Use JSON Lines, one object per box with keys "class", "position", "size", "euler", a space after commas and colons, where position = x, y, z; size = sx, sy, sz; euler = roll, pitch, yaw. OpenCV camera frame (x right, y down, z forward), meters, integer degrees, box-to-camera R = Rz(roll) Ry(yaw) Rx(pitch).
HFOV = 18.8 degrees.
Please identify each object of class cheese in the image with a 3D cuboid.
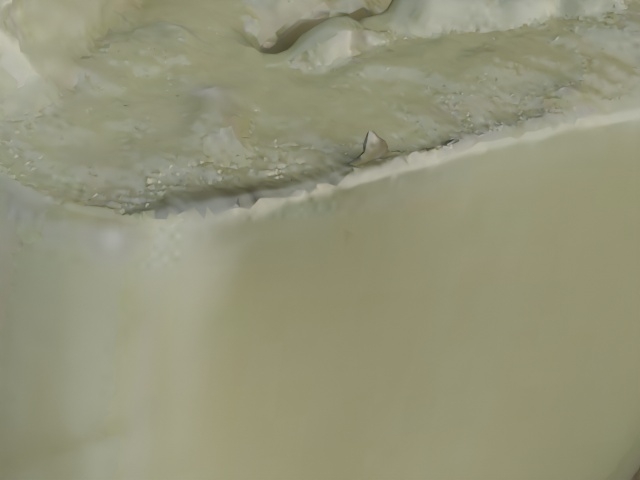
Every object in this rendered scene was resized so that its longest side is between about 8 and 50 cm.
{"class": "cheese", "position": [0.000, 0.000, 0.504], "size": [0.266, 0.127, 0.233], "euler": [-14, 124, -40]}
